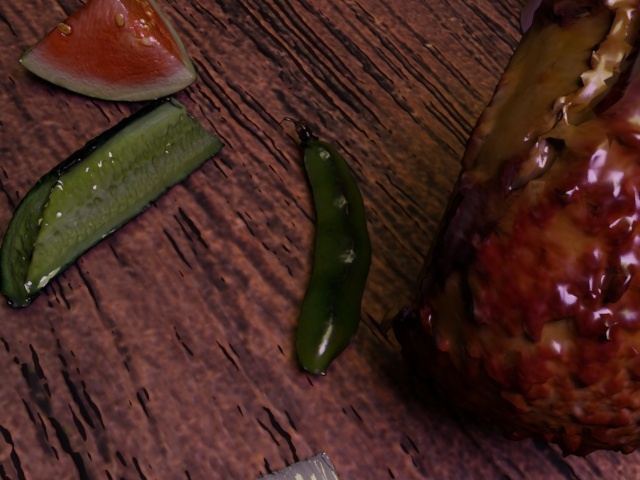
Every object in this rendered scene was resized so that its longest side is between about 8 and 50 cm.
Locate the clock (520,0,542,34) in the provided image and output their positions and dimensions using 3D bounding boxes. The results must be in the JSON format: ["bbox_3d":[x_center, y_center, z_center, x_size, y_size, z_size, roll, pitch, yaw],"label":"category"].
[{"bbox_3d":[0.377,-0.244,0.844,0.275,0.080,0.290,31,55,5],"label":"clock"}]

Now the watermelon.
[{"bbox_3d":[-0.176,-0.166,0.635,0.135,0.094,0.125,-23,75,-22],"label":"watermelon"}]

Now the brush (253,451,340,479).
[{"bbox_3d":[0.030,0.282,0.458,0.090,0.017,0.314,-15,65,-23],"label":"brush"}]

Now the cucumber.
[{"bbox_3d":[-0.163,-0.045,0.583,0.046,0.070,0.220,17,48,32],"label":"cucumber"}]

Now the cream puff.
[{"bbox_3d":[0.196,-0.020,0.496,0.229,0.350,0.350,25,55,11],"label":"cream puff"}]

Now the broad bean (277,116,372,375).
[{"bbox_3d":[0.005,0.000,0.614,0.069,0.039,0.226,5,56,-20],"label":"broad bean"}]
